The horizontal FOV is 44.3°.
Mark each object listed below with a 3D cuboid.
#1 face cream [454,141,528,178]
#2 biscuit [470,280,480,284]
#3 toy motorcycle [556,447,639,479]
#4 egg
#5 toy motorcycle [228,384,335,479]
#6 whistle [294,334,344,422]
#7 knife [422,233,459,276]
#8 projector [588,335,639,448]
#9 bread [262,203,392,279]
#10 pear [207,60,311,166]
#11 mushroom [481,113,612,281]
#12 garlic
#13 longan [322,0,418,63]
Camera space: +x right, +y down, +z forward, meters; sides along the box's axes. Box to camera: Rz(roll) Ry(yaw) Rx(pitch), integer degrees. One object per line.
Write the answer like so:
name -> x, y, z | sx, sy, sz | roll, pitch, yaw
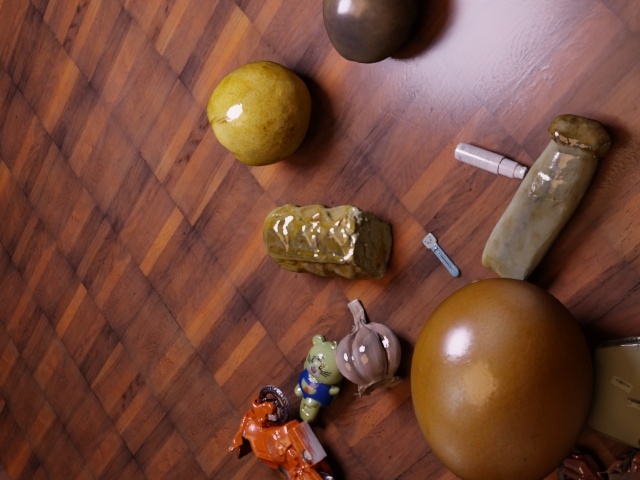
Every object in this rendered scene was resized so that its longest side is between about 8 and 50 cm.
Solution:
face cream -> 0.292, -0.134, 1.340 | 0.130, 0.034, 0.034 | 26, 117, 34
biscuit -> 0.293, 0.196, 1.430 | 0.144, 0.033, 0.224 | 35, 122, 29
toy motorcycle -> 0.483, 0.380, 1.287 | 0.212, 0.084, 0.118 | -3, 108, 46
egg -> 0.286, 0.229, 1.251 | 0.282, 0.282, 0.351 | 10, 113, 38
toy motorcycle -> -0.078, 0.490, 1.744 | 0.221, 0.147, 0.326 | -41, 77, 41
whistle -> -0.003, 0.300, 1.672 | 0.105, 0.085, 0.227 | 39, 124, 29
knife -> 0.224, 0.029, 1.457 | 0.096, 0.010, 0.027 | 52, 129, 17
projector -> 0.551, 0.230, 1.183 | 0.269, 0.088, 0.194 | 10, 108, 38
bread -> 0.000, 0.000, 1.563 | 0.267, 0.130, 0.152 | 4, 113, 39
pear -> -0.114, -0.255, 1.548 | 0.208, 0.208, 0.209 | 12, 109, 38
mushroom -> 0.363, -0.063, 1.275 | 0.100, 0.081, 0.312 | 42, 129, 28
garlic -> 0.094, 0.199, 1.557 | 0.131, 0.127, 0.194 | -16, 60, 13
longan -> 0.085, -0.400, 1.369 | 0.167, 0.167, 0.187 | 42, 146, 24
